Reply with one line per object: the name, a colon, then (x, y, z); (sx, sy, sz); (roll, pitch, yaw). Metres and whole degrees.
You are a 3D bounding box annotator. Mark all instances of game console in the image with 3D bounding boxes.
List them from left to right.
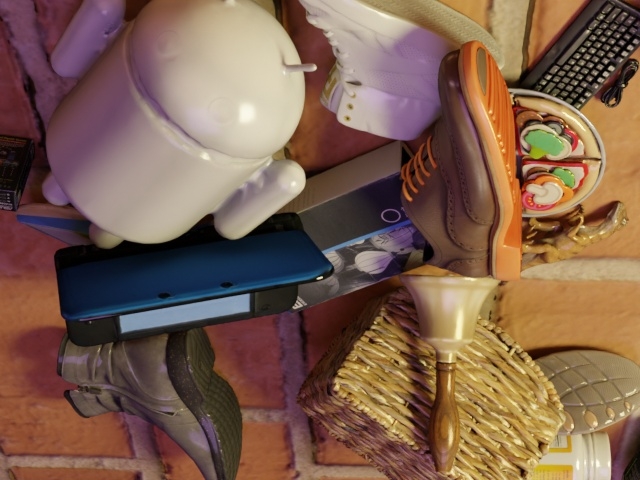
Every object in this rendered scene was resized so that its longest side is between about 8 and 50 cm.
game console: (-0.148, 0.078, 1.334); (0.293, 0.173, 0.250); (-9, 140, -12)

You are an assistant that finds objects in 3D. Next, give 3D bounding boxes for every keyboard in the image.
keyboard: (0.297, -0.185, 1.266); (0.108, 0.023, 0.180); (21, 136, -18)

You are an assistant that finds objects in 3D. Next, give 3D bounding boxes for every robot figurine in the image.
robot figurine: (-0.155, -0.132, 1.229); (0.300, 0.200, 0.353); (43, 128, -13)

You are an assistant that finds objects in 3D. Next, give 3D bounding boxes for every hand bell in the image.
hand bell: (0.156, 0.164, 1.430); (0.126, 0.242, 0.126); (2, 179, 0)

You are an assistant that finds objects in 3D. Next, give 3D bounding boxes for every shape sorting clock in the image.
shape sorting clock: (-0.279, -0.012, 1.445); (0.206, 0.040, 0.206); (16, 169, 3)

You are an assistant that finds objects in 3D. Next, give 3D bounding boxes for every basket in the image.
basket: (0.150, 0.212, 1.572); (0.299, 0.213, 0.223); (36, 160, -2)

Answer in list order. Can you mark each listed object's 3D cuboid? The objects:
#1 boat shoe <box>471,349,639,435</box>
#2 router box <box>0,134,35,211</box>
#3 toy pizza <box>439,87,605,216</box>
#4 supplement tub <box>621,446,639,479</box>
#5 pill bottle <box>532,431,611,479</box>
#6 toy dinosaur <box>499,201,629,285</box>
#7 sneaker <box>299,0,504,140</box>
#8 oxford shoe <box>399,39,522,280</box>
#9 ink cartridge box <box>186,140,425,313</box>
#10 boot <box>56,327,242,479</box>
boat shoe: (0.309, 0.234, 1.680); (0.324, 0.123, 0.116); (-13, 170, 11)
router box: (-0.412, -0.086, 1.383); (0.122, 0.092, 0.038); (8, 138, -4)
toy pizza: (0.226, -0.093, 1.340); (0.201, 0.032, 0.201); (11, 139, 10)
supplement tub: (0.535, 0.360, 1.781); (0.117, 0.117, 0.190); (8, 139, -4)
pill bottle: (0.329, 0.334, 1.769); (0.215, 0.117, 0.117); (-1, 138, 6)
toy dinosaur: (0.284, 0.011, 1.454); (0.211, 0.064, 0.112); (-28, 130, 31)
sneaker: (0.029, -0.201, 1.208); (0.292, 0.108, 0.169); (27, 130, -25)
oxford shoe: (0.145, -0.067, 1.246); (0.133, 0.130, 0.364); (-2, 143, 12)
ink cartridge box: (0.000, 0.000, 1.468); (0.332, 0.065, 0.165); (-21, 133, 27)
boot: (-0.252, 0.251, 1.747); (0.222, 0.118, 0.338); (-4, 127, 13)
